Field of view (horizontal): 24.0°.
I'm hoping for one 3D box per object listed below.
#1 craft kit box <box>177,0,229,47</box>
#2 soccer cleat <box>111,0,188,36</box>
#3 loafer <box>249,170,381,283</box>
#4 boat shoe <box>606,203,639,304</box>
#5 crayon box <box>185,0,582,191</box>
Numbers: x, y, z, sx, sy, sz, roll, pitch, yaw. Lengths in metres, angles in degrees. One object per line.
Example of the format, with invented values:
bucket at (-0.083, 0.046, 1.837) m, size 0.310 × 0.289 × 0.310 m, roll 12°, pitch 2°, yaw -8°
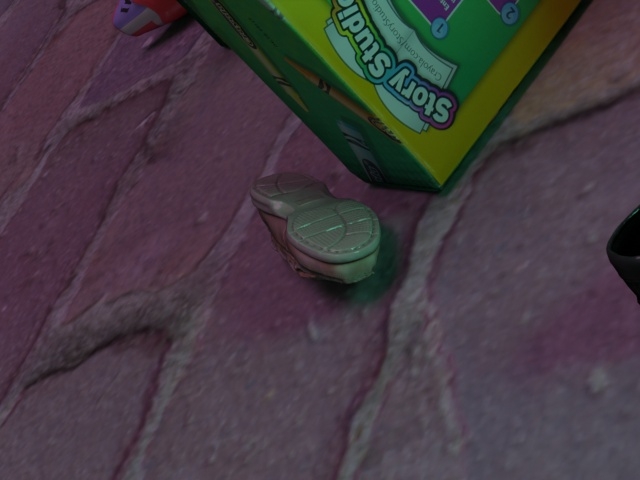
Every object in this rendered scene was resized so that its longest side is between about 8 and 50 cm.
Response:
craft kit box at (-0.067, -0.306, 1.044) m, size 0.246 × 0.250 × 0.061 m, roll -49°, pitch 24°, yaw -8°
soccer cleat at (-0.114, -0.267, 1.265) m, size 0.095 × 0.083 × 0.248 m, roll -33°, pitch 30°, yaw 36°
loafer at (0.000, 0.000, 0.742) m, size 0.045 × 0.039 × 0.125 m, roll -16°, pitch 23°, yaw -15°
boat shoe at (0.157, -0.027, 0.527) m, size 0.133 × 0.042 × 0.049 m, roll -44°, pitch 23°, yaw 0°
crayon box at (0.000, -0.174, 0.707) m, size 0.165 × 0.278 × 0.081 m, roll -52°, pitch 27°, yaw -14°
